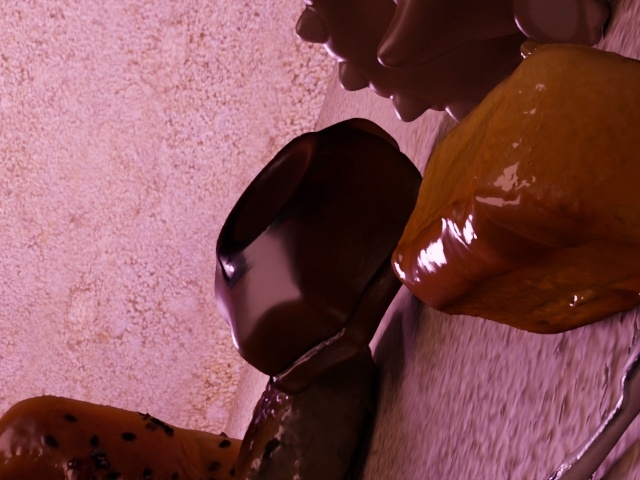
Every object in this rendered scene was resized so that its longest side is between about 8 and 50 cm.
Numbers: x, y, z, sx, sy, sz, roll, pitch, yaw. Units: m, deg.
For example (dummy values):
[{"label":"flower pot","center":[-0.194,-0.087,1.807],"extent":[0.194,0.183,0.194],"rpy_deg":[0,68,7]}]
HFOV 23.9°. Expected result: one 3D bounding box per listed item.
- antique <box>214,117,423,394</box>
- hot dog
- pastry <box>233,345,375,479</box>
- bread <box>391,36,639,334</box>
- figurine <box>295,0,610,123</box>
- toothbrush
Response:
[{"label":"antique","center":[0.000,0.000,1.315],"extent":[0.223,0.129,0.278],"rpy_deg":[-35,21,39]},{"label":"hot dog","center":[-0.206,0.339,1.531],"extent":[0.196,0.365,0.367],"rpy_deg":[119,164,-63]},{"label":"pastry","center":[-0.012,0.170,1.390],"extent":[0.192,0.093,0.182],"rpy_deg":[-82,14,-68]},{"label":"bread","center":[0.099,-0.010,0.687],"extent":[0.245,0.102,0.094],"rpy_deg":[134,156,-77]},{"label":"figurine","center":[0.069,-0.157,0.956],"extent":[0.173,0.177,0.247],"rpy_deg":[-52,23,25]},{"label":"toothbrush","center":[0.104,0.116,0.681],"extent":[0.288,0.024,0.026],"rpy_deg":[109,173,-48]}]
